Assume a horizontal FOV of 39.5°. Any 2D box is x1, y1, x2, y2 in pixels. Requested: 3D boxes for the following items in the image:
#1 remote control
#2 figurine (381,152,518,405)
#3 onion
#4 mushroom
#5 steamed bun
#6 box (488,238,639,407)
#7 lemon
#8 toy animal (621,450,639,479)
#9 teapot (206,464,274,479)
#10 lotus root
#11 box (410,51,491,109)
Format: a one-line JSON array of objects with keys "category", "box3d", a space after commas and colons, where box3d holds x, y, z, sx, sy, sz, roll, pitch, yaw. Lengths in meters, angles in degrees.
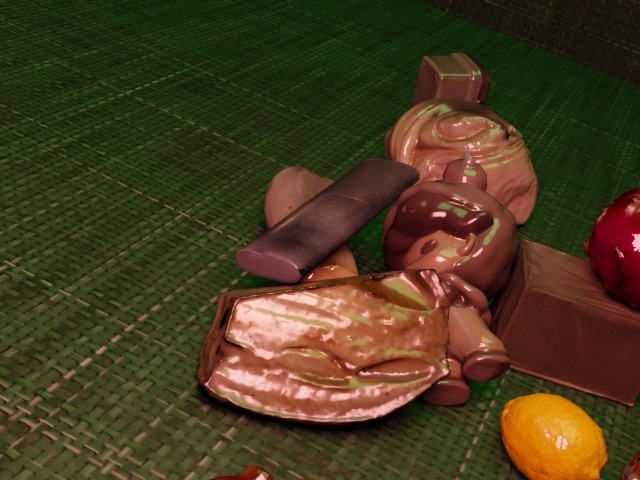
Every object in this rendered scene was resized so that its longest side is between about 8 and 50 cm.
[{"category": "remote control", "box3d": [0.023, -0.039, 1.316, 0.107, 0.044, 0.377, 18, 32, 24]}, {"category": "figurine", "box3d": [0.195, 0.059, 1.317, 0.203, 0.248, 0.381, 15, 42, -11]}, {"category": "onion", "box3d": [0.441, 0.019, 1.290, 0.135, 0.173, 0.198, -20, 3, -33]}, {"category": "mushroom", "box3d": [0.000, 0.000, 1.393, 0.159, 0.122, 0.329, -5, 34, -8]}, {"category": "steamed bun", "box3d": [0.285, -0.171, 1.759, 0.319, 0.206, 0.275, 14, 31, 1]}, {"category": "box", "box3d": [0.389, 0.123, 1.363, 0.231, 0.149, 0.155, 19, 30, 0]}, {"category": "lemon", "box3d": [0.292, 0.253, 1.130, 0.114, 0.114, 0.155, -5, 33, -34]}, {"category": "toy animal", "box3d": [0.448, 0.311, 1.137, 0.125, 0.127, 0.251, 9, 14, 9]}, {"category": "teapot", "box3d": [-0.094, 0.278, 0.913, 0.098, 0.078, 0.129, 29, 31, 20]}, {"category": "lotus root", "box3d": [0.003, 0.131, 1.154, 0.313, 0.210, 0.142, 5, -11, -7]}, {"category": "box", "box3d": [0.283, -0.306, 1.982, 0.129, 0.210, 0.148, -2, 34, -17]}]
